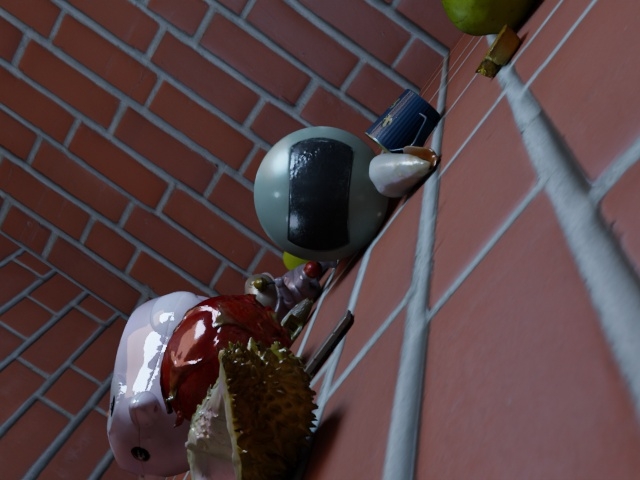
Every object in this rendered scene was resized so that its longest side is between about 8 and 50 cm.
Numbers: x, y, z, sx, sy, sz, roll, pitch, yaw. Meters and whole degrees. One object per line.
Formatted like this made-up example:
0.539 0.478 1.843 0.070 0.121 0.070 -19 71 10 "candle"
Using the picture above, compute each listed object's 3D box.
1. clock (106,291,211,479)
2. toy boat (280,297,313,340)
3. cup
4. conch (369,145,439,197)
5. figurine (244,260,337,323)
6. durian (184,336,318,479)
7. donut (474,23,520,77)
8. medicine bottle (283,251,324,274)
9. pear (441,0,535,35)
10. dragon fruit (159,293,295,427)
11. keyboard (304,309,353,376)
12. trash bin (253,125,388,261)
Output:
-0.279 0.302 1.543 0.376 0.251 0.368 -74 -11 -58 "clock"
-0.066 0.191 1.672 0.149 0.047 0.049 -55 3 -15 "toy boat"
0.215 -0.277 1.858 0.155 0.131 0.176 -51 33 5 "cup"
0.160 -0.144 1.444 0.104 0.094 0.176 -9 -16 -27 "conch"
-0.095 0.121 1.841 0.287 0.186 0.176 -36 36 22 "figurine"
-0.079 0.227 0.872 0.138 0.183 0.249 -10 -33 -38 "durian"
0.340 -0.359 1.430 0.097 0.043 0.108 -56 2 -14 "donut"
0.000 0.000 2.018 0.212 0.122 0.122 -53 4 29 "medicine bottle"
0.356 -0.537 1.589 0.212 0.212 0.269 -54 -6 12 "pear"
-0.161 0.215 1.321 0.252 0.241 0.241 -58 3 10 "dragon fruit"
-0.002 0.180 1.161 0.166 0.017 0.055 -54 -1 10 "keyboard"
0.010 -0.106 1.701 0.280 0.280 0.432 -55 0 6 "trash bin"
